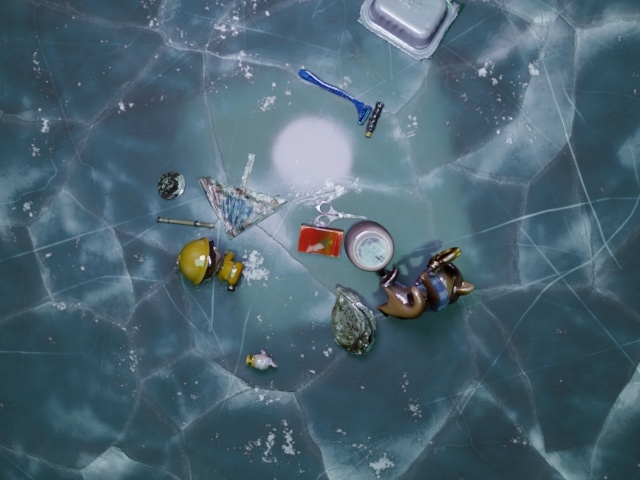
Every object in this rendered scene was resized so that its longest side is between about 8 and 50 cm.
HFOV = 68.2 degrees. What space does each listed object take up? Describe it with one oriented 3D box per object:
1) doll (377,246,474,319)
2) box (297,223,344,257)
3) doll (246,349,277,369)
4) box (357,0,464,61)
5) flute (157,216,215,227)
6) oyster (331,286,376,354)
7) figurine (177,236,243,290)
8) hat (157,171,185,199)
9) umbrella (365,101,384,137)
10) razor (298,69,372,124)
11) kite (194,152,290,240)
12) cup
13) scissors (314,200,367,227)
[{"bbox_3d":[0.396,0.180,1.821,0.340,0.318,0.209,-17,69,-23],"label":"doll"},{"bbox_3d":[0.000,0.000,1.908,0.175,0.048,0.112,10,103,1],"label":"box"},{"bbox_3d":[-0.239,0.495,1.964,0.127,0.073,0.084,9,64,2],"label":"doll"},{"bbox_3d":[0.339,-0.877,1.788,0.337,0.106,0.264,31,95,-3],"label":"box"},{"bbox_3d":[-0.547,-0.073,1.930,0.233,0.027,0.027,6,96,1],"label":"flute"},{"bbox_3d":[0.137,0.328,1.925,0.199,0.112,0.267,8,105,21],"label":"oyster"},{"bbox_3d":[-0.434,0.094,1.877,0.257,0.167,0.192,16,83,-3],"label":"figurine"},{"bbox_3d":[-0.605,-0.223,1.903,0.121,0.050,0.121,0,93,0],"label":"hat"},{"bbox_3d":[0.210,-0.477,1.865,0.040,0.037,0.143,20,93,-14],"label":"umbrella"},{"bbox_3d":[0.058,-0.581,1.855,0.324,0.093,0.056,34,56,1],"label":"razor"},{"bbox_3d":[-0.326,-0.176,1.920,0.406,0.014,0.368,15,96,0],"label":"kite"},{"bbox_3d":[0.203,0.053,1.839,0.192,0.200,0.252,-24,95,3],"label":"cup"},{"bbox_3d":[0.083,-0.100,1.916,0.212,0.021,0.110,6,99,1],"label":"scissors"}]
